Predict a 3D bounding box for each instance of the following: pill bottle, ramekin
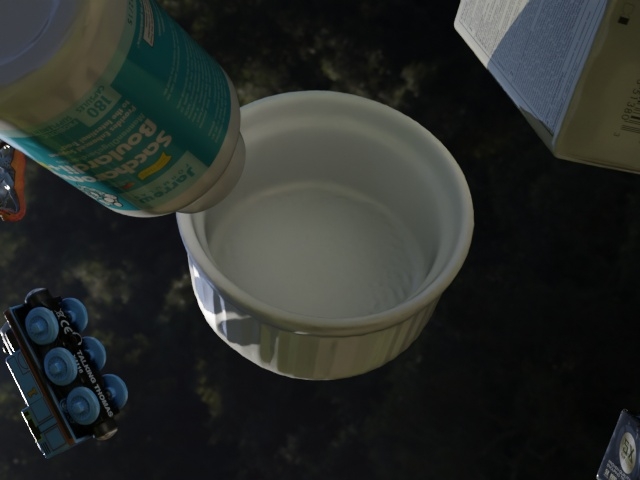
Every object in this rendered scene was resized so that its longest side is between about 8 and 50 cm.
[{"bbox_3d":[-0.153,-0.107,0.834,0.146,0.146,0.264,-59,-30,-5],"label":"pill bottle"},{"bbox_3d":[0.000,0.000,1.089,0.277,0.277,0.135,-52,-17,-32],"label":"ramekin"}]

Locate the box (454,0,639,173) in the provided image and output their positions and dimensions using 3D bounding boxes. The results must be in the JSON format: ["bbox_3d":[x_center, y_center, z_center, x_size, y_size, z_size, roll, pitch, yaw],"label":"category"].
[{"bbox_3d":[0.227,-0.189,0.976,0.311,0.121,0.148,-105,28,-58],"label":"box"}]

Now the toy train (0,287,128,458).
[{"bbox_3d":[-0.292,0.146,1.248,0.105,0.184,0.080,-31,-5,26],"label":"toy train"}]

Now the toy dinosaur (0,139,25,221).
[{"bbox_3d":[-0.298,-0.062,1.079,0.090,0.082,0.047,-40,-17,17],"label":"toy dinosaur"}]

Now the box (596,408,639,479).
[{"bbox_3d":[0.364,0.232,1.007,0.180,0.147,0.078,-132,56,-64],"label":"box"}]
